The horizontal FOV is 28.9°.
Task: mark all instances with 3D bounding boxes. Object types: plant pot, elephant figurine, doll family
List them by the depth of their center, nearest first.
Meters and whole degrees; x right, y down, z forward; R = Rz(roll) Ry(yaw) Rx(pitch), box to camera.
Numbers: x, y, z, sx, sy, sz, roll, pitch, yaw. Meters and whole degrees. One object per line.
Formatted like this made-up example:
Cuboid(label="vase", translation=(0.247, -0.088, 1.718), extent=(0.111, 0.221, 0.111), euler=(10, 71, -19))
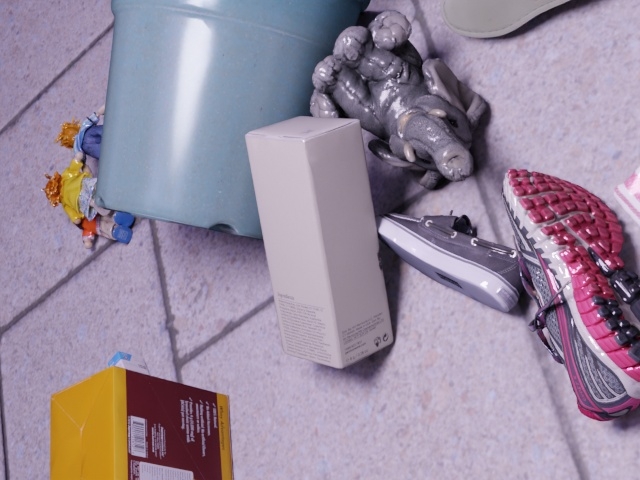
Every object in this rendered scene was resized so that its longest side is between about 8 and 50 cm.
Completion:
Cuboid(label="elephant figurine", translation=(0.112, -0.136, 1.445), extent=(0.239, 0.186, 0.169), euler=(43, 143, 19))
Cuboid(label="plant pot", translation=(-0.135, -0.180, 1.592), extent=(0.341, 0.341, 0.334), euler=(12, 91, 46))
Cuboid(label="doll family", translation=(-0.351, -0.123, 1.910), extent=(0.163, 0.118, 0.263), euler=(14, 84, 47))

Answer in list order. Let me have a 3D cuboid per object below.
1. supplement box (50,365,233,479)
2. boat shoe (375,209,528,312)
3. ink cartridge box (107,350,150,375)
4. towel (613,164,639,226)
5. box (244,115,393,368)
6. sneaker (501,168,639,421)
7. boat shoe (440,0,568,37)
Cuboid(label="supplement box", translation=(-0.223, 0.282, 1.563), extent=(0.129, 0.194, 0.191), euler=(-27, 57, 35))
Cuboid(label="boat shoe", translation=(0.148, 0.005, 1.401), extent=(0.076, 0.080, 0.228), euler=(-52, 39, -9))
Cuboid(label="ink cartridge box", translation=(-0.262, 0.199, 1.742), extent=(0.028, 0.048, 0.083), euler=(-47, 46, 20))
Cuboid(label="towel", translation=(0.390, -0.073, 1.222), extent=(0.197, 0.029, 0.144), euler=(-50, 45, 18))
Cuboid(label="box", translation=(0.000, 0.000, 1.433), extent=(0.113, 0.094, 0.275), euler=(11, 116, 47))
Cuboid(label="sneaker", translation=(0.247, 0.042, 1.257), extent=(0.112, 0.120, 0.299), euler=(-60, 34, 38))
Cuboid(label="boat shoe", translation=(0.240, -0.293, 1.435), extent=(0.227, 0.068, 0.081), euler=(-11, 106, 46))
